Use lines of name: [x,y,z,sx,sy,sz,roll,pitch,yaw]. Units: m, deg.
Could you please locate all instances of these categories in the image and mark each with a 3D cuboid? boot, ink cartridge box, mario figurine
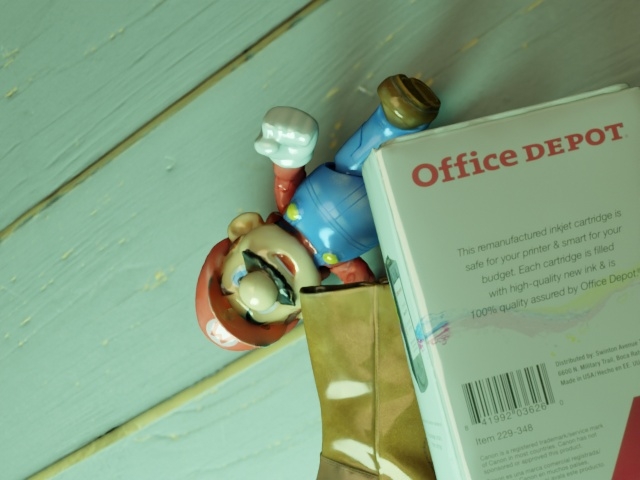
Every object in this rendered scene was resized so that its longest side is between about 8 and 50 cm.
boot: [0.116,0.168,1.063,0.264,0.096,0.280,0,93,18]
ink cartridge box: [0.178,0.053,0.966,0.226,0.131,0.306,-13,84,-6]
mario figurine: [0.000,0.000,1.116,0.320,0.170,0.198,-43,55,22]
